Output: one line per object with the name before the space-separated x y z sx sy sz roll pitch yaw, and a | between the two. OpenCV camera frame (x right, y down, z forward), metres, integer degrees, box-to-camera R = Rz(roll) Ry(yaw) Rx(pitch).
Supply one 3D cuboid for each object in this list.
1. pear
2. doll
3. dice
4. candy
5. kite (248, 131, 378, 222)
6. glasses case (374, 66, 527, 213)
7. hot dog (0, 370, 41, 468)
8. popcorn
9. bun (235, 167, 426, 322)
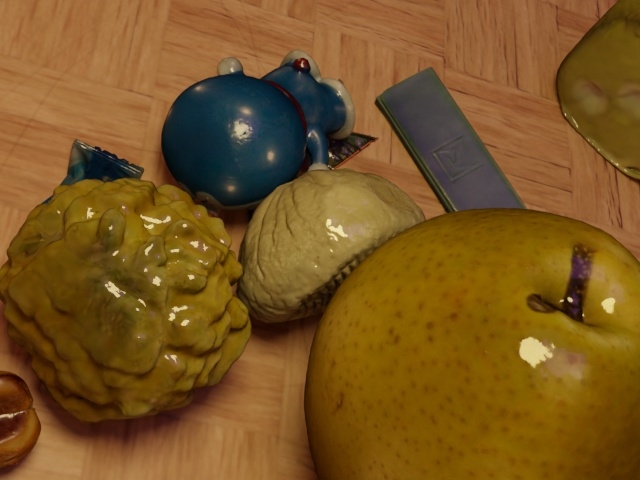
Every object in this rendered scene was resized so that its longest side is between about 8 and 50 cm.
pear | 0.155 0.155 0.969 0.362 0.418 0.363 8 60 -13
doll | -0.074 -0.130 1.198 0.215 0.161 0.257 36 41 21
dice | 0.503 -0.246 1.463 0.233 0.238 0.227 47 56 6
candy | -0.254 -0.057 1.140 0.088 0.038 0.136 26 45 -12
kite | -0.020 -0.104 1.287 0.241 0.014 0.183 -30 78 -35
glasses case | 0.185 -0.105 1.352 0.105 0.056 0.266 -22 72 -33
hot dog | -0.384 0.181 0.926 0.250 0.076 0.104 -14 88 -26
popcorn | -0.188 0.051 1.012 0.249 0.249 0.225 41 25 3
bun | 0.000 0.000 1.113 0.220 0.220 0.134 -23 76 -33
